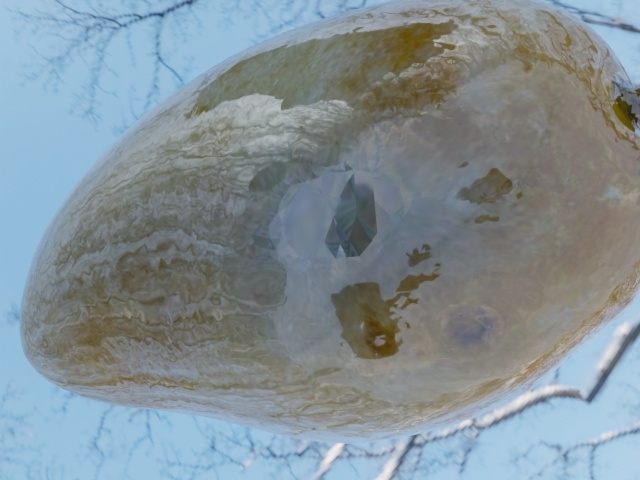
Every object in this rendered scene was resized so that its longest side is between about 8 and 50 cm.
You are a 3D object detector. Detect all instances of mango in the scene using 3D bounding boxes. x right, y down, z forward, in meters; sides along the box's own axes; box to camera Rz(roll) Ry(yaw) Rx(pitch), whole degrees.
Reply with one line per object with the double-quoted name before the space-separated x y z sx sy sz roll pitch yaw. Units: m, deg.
"mango" 0.000 0.000 0.624 0.199 0.383 0.222 2 -110 -61
